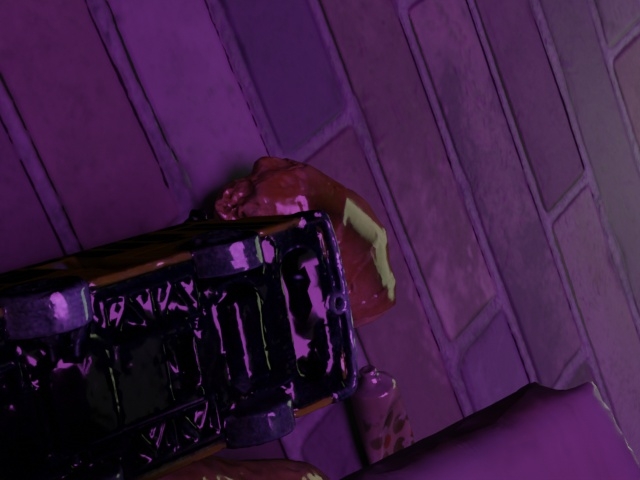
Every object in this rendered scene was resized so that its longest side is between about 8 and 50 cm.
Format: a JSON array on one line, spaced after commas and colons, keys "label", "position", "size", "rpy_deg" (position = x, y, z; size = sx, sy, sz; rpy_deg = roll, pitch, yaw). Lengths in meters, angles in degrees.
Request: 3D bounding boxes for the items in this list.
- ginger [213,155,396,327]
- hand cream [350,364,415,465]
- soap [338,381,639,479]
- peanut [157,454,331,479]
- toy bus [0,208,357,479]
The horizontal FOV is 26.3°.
[{"label": "ginger", "position": [-0.002, 0.001, 0.978], "size": [0.190, 0.069, 0.095], "rpy_deg": [35, 84, -43]}, {"label": "hand cream", "position": [0.057, 0.168, 1.068], "size": [0.057, 0.037, 0.165], "rpy_deg": [-43, 125, -42]}, {"label": "soap", "position": [-0.005, 0.294, 0.649], "size": [0.213, 0.435, 0.350], "rpy_deg": [-29, 87, -47]}, {"label": "peanut", "position": [-0.065, 0.175, 0.872], "size": [0.214, 0.099, 0.099], "rpy_deg": [22, 71, -43]}, {"label": "toy bus", "position": [-0.114, 0.065, 0.778], "size": [0.262, 0.150, 0.128], "rpy_deg": [-18, 102, -44]}]
